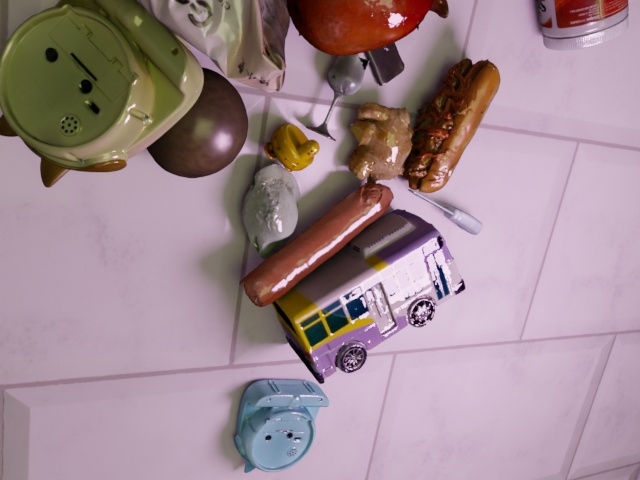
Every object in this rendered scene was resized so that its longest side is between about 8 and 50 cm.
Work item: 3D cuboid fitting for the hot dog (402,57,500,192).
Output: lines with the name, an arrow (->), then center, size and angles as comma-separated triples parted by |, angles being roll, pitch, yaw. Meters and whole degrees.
hot dog -> 0.298, -0.281, 1.372 | 0.117, 0.158, 0.349 | 25, 101, -19

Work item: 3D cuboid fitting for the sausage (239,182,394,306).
sausage -> 0.000, 0.000, 1.309 | 0.419, 0.094, 0.094 | -39, 115, -14

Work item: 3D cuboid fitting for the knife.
knife -> 0.314, -0.085, 1.484 | 0.331, 0.080, 0.044 | 22, 100, -40

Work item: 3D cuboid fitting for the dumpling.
dumpling -> -0.096, -0.062, 1.274 | 0.152, 0.108, 0.219 | -8, 117, -24

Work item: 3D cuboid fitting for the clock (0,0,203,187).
clock -> -0.397, -0.260, 0.959 | 0.348, 0.117, 0.286 | -44, 87, 4

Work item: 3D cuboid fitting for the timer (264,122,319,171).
timer -> -0.052, -0.206, 1.236 | 0.109, 0.107, 0.107 | -29, 128, 27

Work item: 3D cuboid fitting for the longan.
longan -> -0.237, -0.220, 1.096 | 0.198, 0.198, 0.213 | 32, 92, -33

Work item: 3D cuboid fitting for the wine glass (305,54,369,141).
wine glass -> 0.039, -0.324, 1.261 | 0.079, 0.079, 0.196 | 18, 101, -32

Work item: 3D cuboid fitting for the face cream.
face cream -> 0.638, -0.592, 1.394 | 0.201, 0.201, 0.187 | -30, 120, -14

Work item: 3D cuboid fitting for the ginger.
ginger -> 0.142, -0.215, 1.341 | 0.157, 0.102, 0.216 | -3, 122, -22

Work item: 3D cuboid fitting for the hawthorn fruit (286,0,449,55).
hawthorn fruit -> 0.078, -0.508, 1.087 | 0.311, 0.295, 0.295 | -16, 119, 8

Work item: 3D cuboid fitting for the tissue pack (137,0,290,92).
tissue pack -> -0.186, -0.436, 0.911 | 0.375, 0.390, 0.195 | 38, 114, -24

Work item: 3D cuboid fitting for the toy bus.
toy bus -> 0.109, 0.111, 1.390 | 0.439, 0.209, 0.250 | -29, 119, -13

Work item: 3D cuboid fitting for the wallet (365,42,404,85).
wallet -> 0.136, -0.439, 1.302 | 0.082, 0.018, 0.157 | -36, 120, -11

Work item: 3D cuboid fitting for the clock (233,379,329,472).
clock -> -0.108, 0.500, 1.494 | 0.223, 0.094, 0.274 | 7, 104, -28
